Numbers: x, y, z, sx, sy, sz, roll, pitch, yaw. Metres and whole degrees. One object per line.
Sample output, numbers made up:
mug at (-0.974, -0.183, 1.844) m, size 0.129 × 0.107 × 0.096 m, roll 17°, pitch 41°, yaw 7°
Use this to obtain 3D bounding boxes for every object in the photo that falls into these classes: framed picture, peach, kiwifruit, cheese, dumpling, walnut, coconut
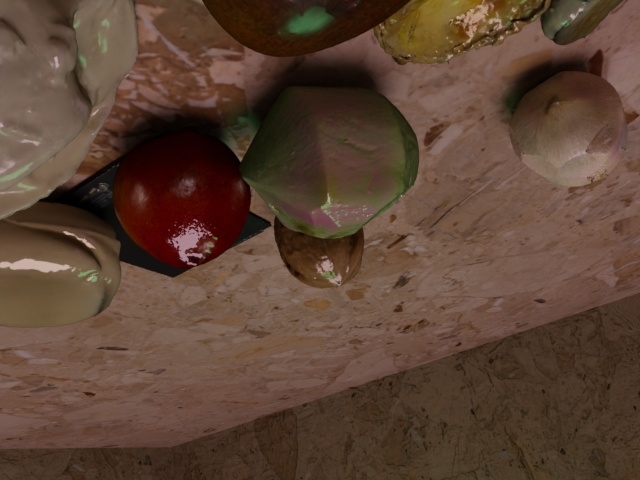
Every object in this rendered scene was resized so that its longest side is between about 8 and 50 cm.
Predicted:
framed picture at (-0.282, -0.026, 0.935) m, size 0.255 × 0.014 × 0.338 m, roll -26°, pitch 152°, yaw 22°
peach at (-0.180, -0.051, 0.724) m, size 0.197 × 0.197 × 0.197 m, roll -12°, pitch 154°, yaw -6°
kiwifruit at (0.004, -0.258, 0.422) m, size 0.234 × 0.196 × 0.196 m, roll -25°, pitch 153°, yaw 8°
cheese at (-0.439, 0.044, 0.829) m, size 0.233 × 0.127 × 0.266 m, roll 5°, pitch 146°, yaw -35°
dumpling at (-0.309, -0.173, 0.479) m, size 0.315 × 0.233 × 0.395 m, roll -35°, pitch 154°, yaw -38°
walnut at (0.000, 0.000, 0.937) m, size 0.155 × 0.184 × 0.155 m, roll -17°, pitch 155°, yaw -8°
coconut at (0.007, -0.102, 0.719) m, size 0.236 × 0.236 × 0.205 m, roll -7°, pitch 118°, yaw -15°
coconut at (0.373, -0.166, 0.814) m, size 0.171 × 0.171 × 0.183 m, roll -29°, pitch 158°, yaw 28°

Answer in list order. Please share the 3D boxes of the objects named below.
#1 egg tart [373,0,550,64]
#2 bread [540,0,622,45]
egg tart at (0.150, -0.266, 0.563) m, size 0.212 × 0.090 × 0.212 m, roll -20°, pitch 166°, yaw -5°
bread at (0.320, -0.307, 0.581) m, size 0.172 × 0.064 × 0.232 m, roll -38°, pitch 171°, yaw 7°
